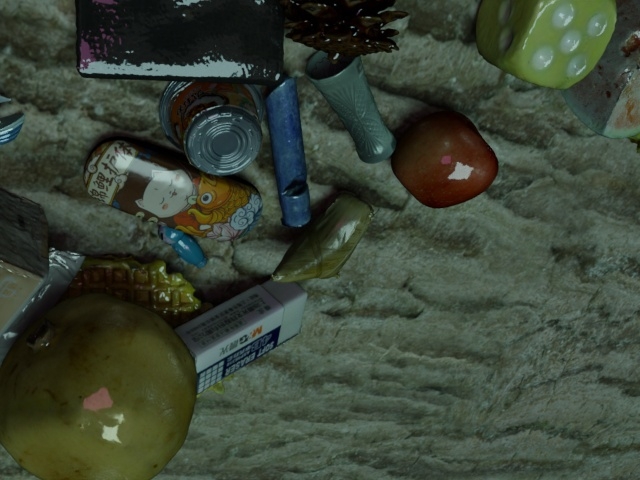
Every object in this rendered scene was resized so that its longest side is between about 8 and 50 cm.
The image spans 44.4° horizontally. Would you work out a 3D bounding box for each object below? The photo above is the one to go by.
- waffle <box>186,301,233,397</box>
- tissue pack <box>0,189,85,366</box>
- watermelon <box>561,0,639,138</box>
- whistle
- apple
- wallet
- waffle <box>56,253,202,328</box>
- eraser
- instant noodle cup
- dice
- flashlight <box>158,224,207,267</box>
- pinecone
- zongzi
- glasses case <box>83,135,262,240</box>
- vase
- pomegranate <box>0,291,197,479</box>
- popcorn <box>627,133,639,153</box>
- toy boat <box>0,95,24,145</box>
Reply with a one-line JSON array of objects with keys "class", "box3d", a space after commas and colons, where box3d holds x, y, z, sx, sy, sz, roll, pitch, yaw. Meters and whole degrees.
[{"class": "waffle", "box3d": [-0.284, 0.231, 1.608, 0.250, 0.056, 0.261, 0, 120, -19]}, {"class": "tissue pack", "box3d": [-0.559, 0.095, 1.304, 0.238, 0.238, 0.305, 31, 110, -35]}, {"class": "watermelon", "box3d": [0.564, -0.338, 1.411, 0.322, 0.188, 0.175, -48, 133, 8]}, {"class": "whistle", "box3d": [-0.059, -0.158, 1.394, 0.062, 0.062, 0.304, -14, 130, -10]}, {"class": "apple", "box3d": [0.227, -0.143, 1.430, 0.168, 0.181, 0.181, -43, 128, 11]}, {"class": "wallet", "box3d": [-0.209, -0.329, 1.200, 0.321, 0.044, 0.170, -1, 105, -19]}, {"class": "waffle", "box3d": [-0.370, 0.133, 1.467, 0.262, 0.060, 0.280, -40, 114, 0]}, {"class": "eraser", "box3d": [-0.159, 0.180, 1.525, 0.287, 0.086, 0.130, -26, 140, -39]}, {"class": "instant noodle cup", "box3d": [-0.168, -0.185, 1.289, 0.177, 0.125, 0.208, -35, 129, 8]}, {"class": "dice", "box3d": [0.375, -0.367, 1.324, 0.169, 0.166, 0.169, 6, 123, -23]}, {"class": "flashlight", "box3d": [-0.252, 0.006, 1.457, 0.051, 0.051, 0.129, -34, 134, 7]}, {"class": "pinecone", "box3d": [0.037, -0.366, 1.188, 0.207, 0.208, 0.208, -10, 128, -13]}, {"class": "zongzi", "box3d": [0.000, 0.000, 1.472, 0.197, 0.099, 0.194, -10, 135, -57]}, {"class": "glasses case", "box3d": [-0.250, -0.085, 1.364, 0.321, 0.082, 0.122, 19, 123, -31]}, {"class": "vase", "box3d": [0.062, -0.231, 1.365, 0.096, 0.096, 0.219, -31, 133, 4]}, {"class": "pomegranate", "box3d": [-0.372, 0.251, 1.296, 0.332, 0.332, 0.332, -10, 128, -13]}, {"class": "popcorn", "box3d": [0.698, -0.254, 1.524, 0.221, 0.184, 0.204, -21, 144, -21]}, {"class": "toy boat", "box3d": [-0.531, -0.202, 1.204, 0.105, 0.034, 0.149, -34, 130, 5]}]
